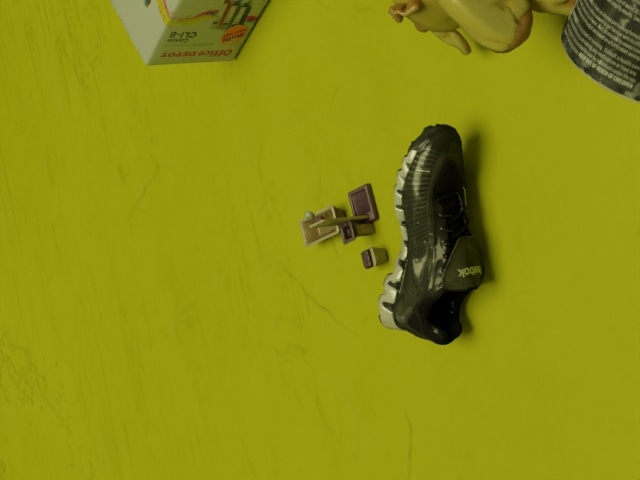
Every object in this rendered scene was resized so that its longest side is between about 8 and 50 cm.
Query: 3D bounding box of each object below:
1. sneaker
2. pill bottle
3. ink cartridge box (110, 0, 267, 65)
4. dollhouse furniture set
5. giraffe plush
[{"bbox_3d":[0.123,0.002,1.682,0.106,0.078,0.234,32,124,42],"label":"sneaker"},{"bbox_3d":[0.300,-0.239,1.371,0.130,0.130,0.245,50,131,35],"label":"pill bottle"},{"bbox_3d":[-0.140,-0.303,1.928,0.127,0.128,0.176,61,138,26],"label":"ink cartridge box"},{"bbox_3d":[0.000,0.000,1.831,0.114,0.081,0.091,-25,75,51],"label":"dollhouse furniture set"},{"bbox_3d":[0.129,-0.247,1.583,0.170,0.210,0.181,145,112,-80],"label":"giraffe plush"}]
